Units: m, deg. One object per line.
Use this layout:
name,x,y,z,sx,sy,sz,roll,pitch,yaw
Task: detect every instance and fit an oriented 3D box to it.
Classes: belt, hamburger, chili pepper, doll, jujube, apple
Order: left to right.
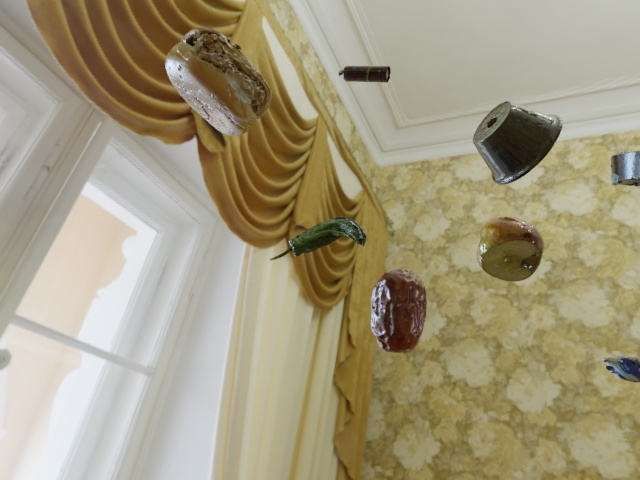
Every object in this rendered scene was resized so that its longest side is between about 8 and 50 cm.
hamburger,-0.136,-0.207,0.580,0.138,0.083,0.147,45,-12,-14
chili pepper,0.000,0.000,1.220,0.279,0.122,0.065,-17,-62,20
jujube,0.236,0.211,1.321,0.174,0.250,0.174,2,-14,0
apple,0.545,0.019,1.256,0.173,0.160,0.195,9,-43,26
doll,0.875,0.359,1.212,0.195,0.070,0.096,20,-40,1
belt,0.735,-0.163,0.976,0.151,0.078,0.198,-3,1,16

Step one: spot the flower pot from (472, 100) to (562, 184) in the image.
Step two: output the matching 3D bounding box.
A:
flower pot,0.600,-0.331,1.389,0.166,0.269,0.269,37,-33,-11

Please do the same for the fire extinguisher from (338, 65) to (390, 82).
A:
fire extinguisher,0.097,-0.391,1.030,0.132,0.039,0.056,10,13,23
